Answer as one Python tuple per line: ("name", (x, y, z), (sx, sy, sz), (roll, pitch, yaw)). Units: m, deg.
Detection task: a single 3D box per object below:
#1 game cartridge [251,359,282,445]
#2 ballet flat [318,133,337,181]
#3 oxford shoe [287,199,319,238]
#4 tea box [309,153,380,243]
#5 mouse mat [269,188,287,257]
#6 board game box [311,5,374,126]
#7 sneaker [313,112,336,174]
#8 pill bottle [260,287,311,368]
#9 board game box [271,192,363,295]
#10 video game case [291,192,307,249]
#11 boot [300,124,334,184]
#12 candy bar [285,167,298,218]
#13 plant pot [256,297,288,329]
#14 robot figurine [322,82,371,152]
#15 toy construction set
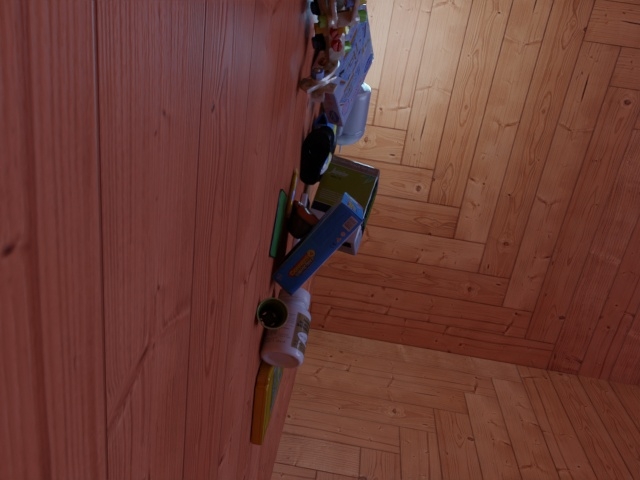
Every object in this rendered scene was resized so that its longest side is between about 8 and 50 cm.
("game cartridge", (-0.166, 0.459, 1.792), (0.324, 0.052, 0.285), (-78, 176, -59))
("ballet flat", (0.009, -0.358, 2.212), (0.096, 0.095, 0.280), (-57, 160, -52))
("oxford shoe", (-0.073, -0.064, 1.745), (0.098, 0.097, 0.271), (-52, -174, 3))
("tea box", (0.098, -0.140, 2.264), (0.329, 0.220, 0.323), (69, 41, -79))
("mouse mat", (-0.117, -0.044, 1.514), (0.152, 0.007, 0.190), (64, 34, -86))
("board game box", (0.087, -0.614, 1.859), (0.318, 0.066, 0.319), (62, 49, -66))
("sneaker", (-0.007, -0.379, 2.063), (0.126, 0.091, 0.240), (42, 56, -65))
("pill bottle", (-0.099, 0.263, 1.657), (0.131, 0.131, 0.229), (96, 4, -55))
("board game box", (0.000, 0.000, 1.681), (0.308, 0.086, 0.302), (-47, -176, 10))
("video game case", (-0.076, -0.059, 2.134), (0.206, 0.026, 0.227), (73, 28, -84))
("boot", (-0.003, -0.342, 1.882), (0.246, 0.094, 0.207), (107, 0, -51))
("candy bar", (-0.088, -0.144, 1.666), (0.040, 0.018, 0.161), (90, 9, -74))
("plant pot", (-0.133, 0.200, 1.421), (0.079, 0.083, 0.083), (126, -24, -66))
("robot figurine", (0.108, -0.566, 2.342), (0.300, 0.199, 0.353), (-63, 164, -52))
("toy construction set", (0.032, -0.531, 1.401), (0.328, 0.151, 0.215), (108, -29, -46))
